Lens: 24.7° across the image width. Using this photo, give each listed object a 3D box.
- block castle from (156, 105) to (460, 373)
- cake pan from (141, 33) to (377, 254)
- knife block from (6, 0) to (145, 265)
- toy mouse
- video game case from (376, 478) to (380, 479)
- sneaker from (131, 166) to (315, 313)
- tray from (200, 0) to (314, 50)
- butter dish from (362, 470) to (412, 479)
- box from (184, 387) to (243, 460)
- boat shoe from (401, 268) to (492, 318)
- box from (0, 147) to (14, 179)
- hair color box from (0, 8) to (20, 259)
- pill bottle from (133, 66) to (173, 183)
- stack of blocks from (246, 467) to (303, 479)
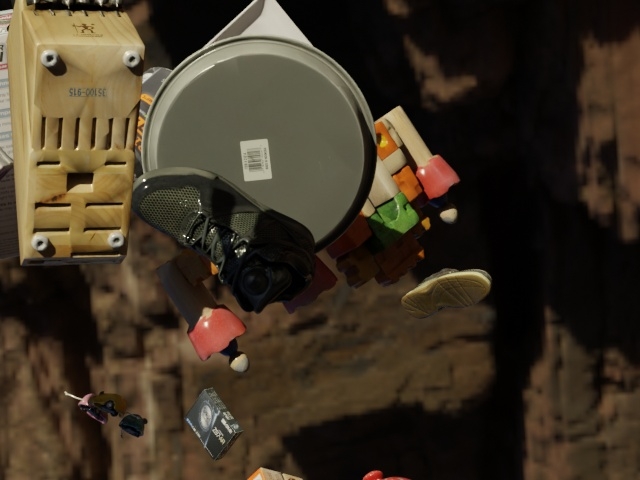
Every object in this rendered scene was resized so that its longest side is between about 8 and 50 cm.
[{"bbox_3d":[0.000,0.000,2.242,0.213,0.303,0.453,56,-137,-4],"label":"block castle"},{"bbox_3d":[-0.074,-0.104,1.787,0.054,0.293,0.293,-100,5,-79],"label":"cake pan"},{"bbox_3d":[-0.220,-0.146,1.248,0.242,0.088,0.276,-123,37,-58],"label":"knife block"},{"bbox_3d":[-0.330,0.278,2.343,0.031,0.161,0.143,-63,-24,-24],"label":"toy mouse"},{"bbox_3d":[0.100,0.270,1.347,0.087,0.011,0.122,46,174,-22],"label":"video game case"},{"bbox_3d":[-0.102,0.000,1.597,0.087,0.227,0.130,-54,22,21],"label":"sneaker"},{"bbox_3d":[-0.139,-0.265,2.371,0.145,0.270,0.030,50,163,-17],"label":"tray"},{"bbox_3d":[0.101,0.418,2.295,0.160,0.160,0.118,26,-144,-53],"label":"butter dish"},{"bbox_3d":[-0.155,0.266,2.116,0.018,0.067,0.083,-8,-127,-49],"label":"box"},{"bbox_3d":[0.167,0.059,1.901,0.056,0.152,0.049,51,-130,-18],"label":"boat shoe"},{"bbox_3d":[-0.593,-0.023,2.196,0.067,0.324,0.063,45,-170,0],"label":"box"},{"bbox_3d":[-0.506,-0.160,2.281,0.113,0.185,0.374,-121,23,-58],"label":"hair color box"},{"bbox_3d":[-0.271,-0.118,1.992,0.246,0.130,0.130,-46,-33,-30],"label":"pill bottle"},{"bbox_3d":[-0.124,0.484,2.080,0.087,0.297,0.171,23,-149,-41],"label":"stack of blocks"}]
